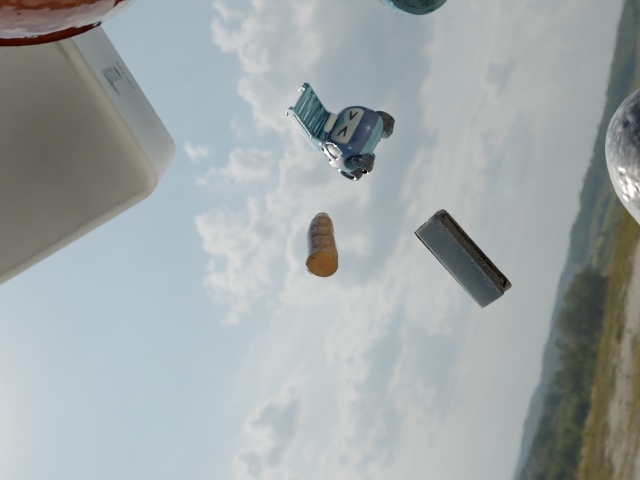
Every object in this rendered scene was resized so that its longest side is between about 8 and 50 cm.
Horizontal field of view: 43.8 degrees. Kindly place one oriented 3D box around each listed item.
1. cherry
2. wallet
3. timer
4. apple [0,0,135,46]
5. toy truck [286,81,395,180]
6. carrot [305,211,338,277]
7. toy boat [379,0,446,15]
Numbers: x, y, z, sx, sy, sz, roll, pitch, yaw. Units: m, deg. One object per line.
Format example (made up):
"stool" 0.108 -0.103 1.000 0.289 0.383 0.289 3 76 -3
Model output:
"cherry" 0.517 -0.094 1.068 0.218 0.296 0.255 -43 -44 7
"wallet" 0.268 0.035 1.511 0.031 0.198 0.110 -38 -6 -27
"timer" -0.262 -0.096 0.708 0.194 0.192 0.195 59 -177 -16
"apple" -0.158 -0.174 0.360 0.168 0.181 0.181 10 -84 -76
"toy truck" 0.012 -0.098 0.696 0.056 0.090 0.073 -63 10 -14
"carrot" 0.000 0.000 1.164 0.139 0.048 0.048 -94 7 -59
"toy boat" 0.137 -0.397 0.862 0.134 0.092 0.299 9 -83 -31
